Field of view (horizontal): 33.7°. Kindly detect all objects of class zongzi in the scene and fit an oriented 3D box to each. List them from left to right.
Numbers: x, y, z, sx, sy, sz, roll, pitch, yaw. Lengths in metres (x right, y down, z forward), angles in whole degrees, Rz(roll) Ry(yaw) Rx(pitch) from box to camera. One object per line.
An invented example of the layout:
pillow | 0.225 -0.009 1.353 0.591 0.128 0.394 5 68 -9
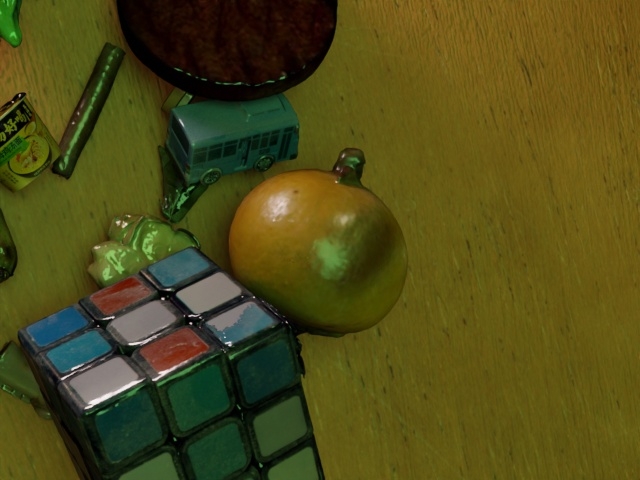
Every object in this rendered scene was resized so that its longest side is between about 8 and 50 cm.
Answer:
zongzi | -0.282 -0.099 1.952 0.119 0.055 0.109 36 76 -3

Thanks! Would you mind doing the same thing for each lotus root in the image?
lotus root | -0.580 -0.015 1.820 0.108 0.094 0.191 7 69 -58

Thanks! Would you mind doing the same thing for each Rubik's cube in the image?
Rubik's cube | -0.244 0.268 1.724 0.358 0.363 0.362 -29 124 -22

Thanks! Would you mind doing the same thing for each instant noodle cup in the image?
instant noodle cup | -0.526 -0.164 1.820 0.151 0.151 0.122 -47 109 -16

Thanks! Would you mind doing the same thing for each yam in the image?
yam | -0.420 -0.234 1.910 0.046 0.046 0.264 25 78 -17

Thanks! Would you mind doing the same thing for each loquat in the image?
loquat | 0.000 0.000 1.899 0.328 0.328 0.360 19 85 -18

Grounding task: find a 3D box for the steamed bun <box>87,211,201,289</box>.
steamed bun | -0.328 0.043 1.898 0.192 0.106 0.178 24 75 -26

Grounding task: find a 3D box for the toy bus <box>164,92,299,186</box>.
toy bus | -0.155 -0.196 1.936 0.234 0.134 0.116 -16 56 -25

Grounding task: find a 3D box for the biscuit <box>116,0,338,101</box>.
biscuit | -0.170 -0.428 1.930 0.407 0.091 0.407 5 65 -10

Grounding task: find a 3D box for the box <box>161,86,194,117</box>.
box | -0.250 -0.271 1.942 0.037 0.105 0.105 37 75 -8

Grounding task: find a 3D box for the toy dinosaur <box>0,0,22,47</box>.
toy dinosaur | -0.693 -0.544 1.703 0.374 0.144 0.500 -6 97 1

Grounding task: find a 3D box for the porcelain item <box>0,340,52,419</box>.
porcelain item | -0.480 0.266 1.852 0.213 0.054 0.084 41 80 -18
